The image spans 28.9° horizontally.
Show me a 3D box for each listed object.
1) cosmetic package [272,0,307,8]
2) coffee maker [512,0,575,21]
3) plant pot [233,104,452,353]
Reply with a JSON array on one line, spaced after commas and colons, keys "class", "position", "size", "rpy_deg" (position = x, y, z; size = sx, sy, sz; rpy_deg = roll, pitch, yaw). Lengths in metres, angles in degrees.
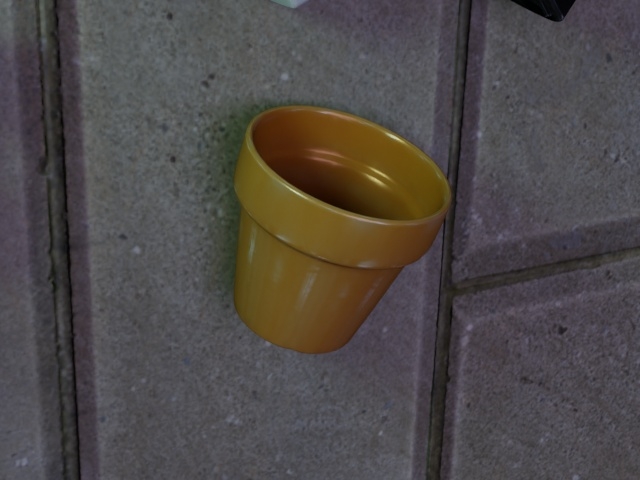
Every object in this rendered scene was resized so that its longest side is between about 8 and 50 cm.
[{"class": "cosmetic package", "position": [0.028, -0.325, 1.143], "size": [0.231, 0.085, 0.117], "rpy_deg": [-37, 123, -12]}, {"class": "coffee maker", "position": [0.253, -0.315, 1.251], "size": [0.171, 0.120, 0.178], "rpy_deg": [34, 93, -36]}, {"class": "plant pot", "position": [0.000, 0.000, 1.211], "size": [0.205, 0.205, 0.188], "rpy_deg": [2, 125, -30]}]
